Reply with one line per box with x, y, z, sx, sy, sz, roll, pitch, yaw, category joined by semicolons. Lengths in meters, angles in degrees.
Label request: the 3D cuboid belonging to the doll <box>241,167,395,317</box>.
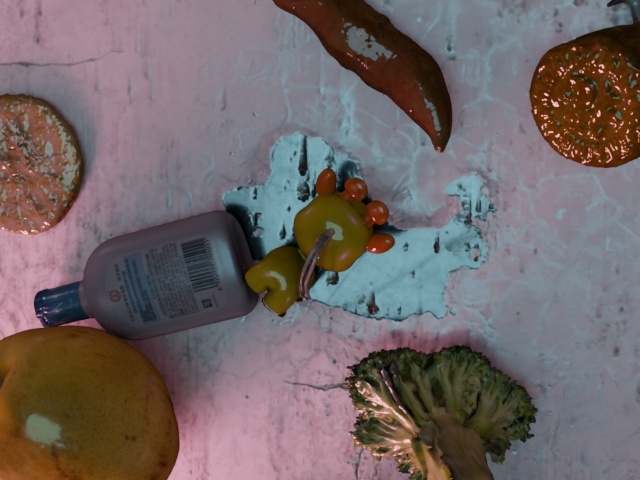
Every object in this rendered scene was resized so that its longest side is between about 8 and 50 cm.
0.000;0.000;1.546;0.221;0.135;0.143;-40;87;27;doll

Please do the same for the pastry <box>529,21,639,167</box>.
0.370;-0.186;1.420;0.189;0.103;0.188;21;125;33;pastry

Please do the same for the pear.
-0.357;0.269;1.584;0.314;0.314;0.314;2;100;12;pear

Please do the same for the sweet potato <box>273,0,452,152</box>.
0.072;-0.264;1.510;0.106;0.095;0.354;-38;76;-29;sweet potato

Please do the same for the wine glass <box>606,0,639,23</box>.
0.441;-0.261;1.438;0.073;0.073;0.155;-30;93;15;wine glass

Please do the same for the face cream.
-0.266;0.068;1.643;0.337;0.080;0.163;-15;97;14;face cream

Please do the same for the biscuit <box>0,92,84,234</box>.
-0.462;-0.114;1.680;0.220;0.033;0.220;2;101;12;biscuit

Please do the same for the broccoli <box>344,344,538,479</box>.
0.189;0.287;1.453;0.252;0.361;0.221;35;100;-34;broccoli
